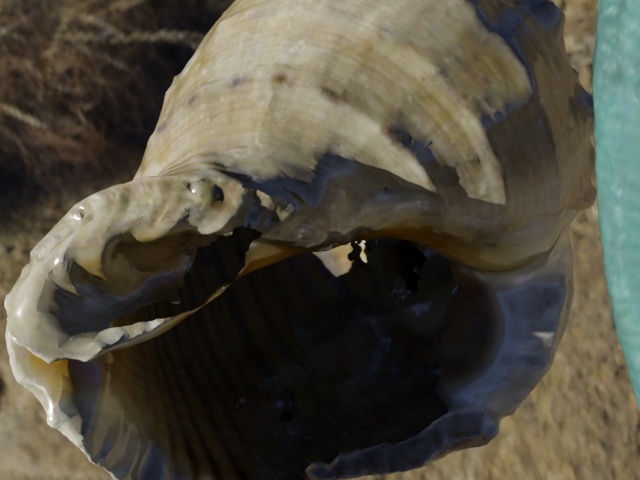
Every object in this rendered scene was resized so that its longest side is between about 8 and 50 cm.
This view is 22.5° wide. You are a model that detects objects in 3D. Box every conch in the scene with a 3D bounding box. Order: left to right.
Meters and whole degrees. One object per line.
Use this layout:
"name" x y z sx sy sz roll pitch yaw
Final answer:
"conch" -0.002 -0.003 0.790 0.324 0.263 0.186 -21 18 -14

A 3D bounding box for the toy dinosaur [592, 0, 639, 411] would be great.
"toy dinosaur" 0.185 -0.082 0.359 0.383 0.129 0.331 -23 59 11
